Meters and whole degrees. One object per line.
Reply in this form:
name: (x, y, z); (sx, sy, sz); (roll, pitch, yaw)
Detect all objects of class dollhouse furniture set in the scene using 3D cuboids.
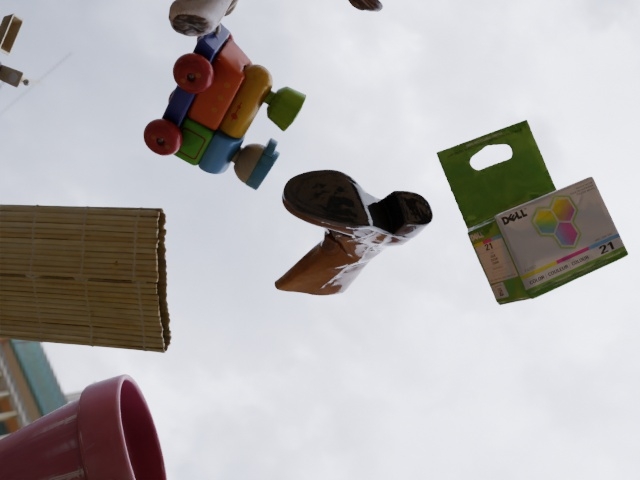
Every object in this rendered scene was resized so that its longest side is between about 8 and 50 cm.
dollhouse furniture set: (-0.492, -0.303, 1.153); (0.081, 0.091, 0.114); (22, -91, 9)

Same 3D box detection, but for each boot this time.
boot: (0.000, 0.000, 1.176); (0.280, 0.264, 0.096); (-41, -122, 46)

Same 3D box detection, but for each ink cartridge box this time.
ink cartridge box: (0.314, -0.055, 1.099); (0.255, 0.188, 0.097); (67, -18, 4)

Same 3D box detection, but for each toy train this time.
toy train: (-0.076, -0.171, 0.771); (0.143, 0.105, 0.248); (29, -54, -11)

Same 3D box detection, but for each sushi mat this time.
sushi mat: (-0.307, 0.036, 0.795); (0.316, 0.019, 0.151); (2, -84, 19)

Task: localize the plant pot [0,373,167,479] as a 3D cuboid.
plant pot: (-0.308, 0.291, 0.925); (0.180, 0.201, 0.201); (-16, -102, -5)

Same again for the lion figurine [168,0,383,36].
lion figurine: (-0.145, -0.276, 0.483); (0.142, 0.392, 0.240); (131, -36, -70)
